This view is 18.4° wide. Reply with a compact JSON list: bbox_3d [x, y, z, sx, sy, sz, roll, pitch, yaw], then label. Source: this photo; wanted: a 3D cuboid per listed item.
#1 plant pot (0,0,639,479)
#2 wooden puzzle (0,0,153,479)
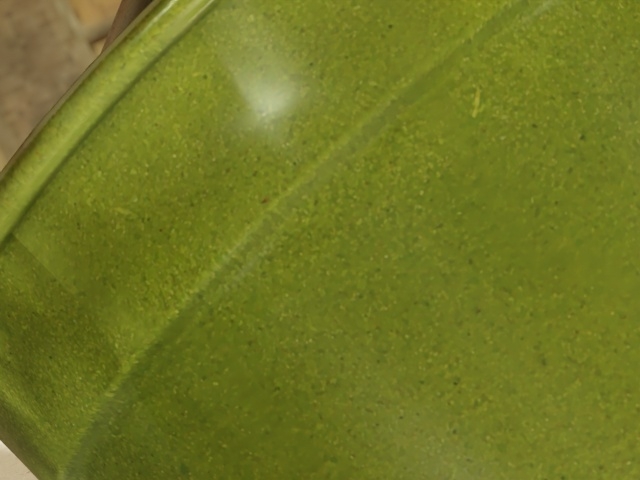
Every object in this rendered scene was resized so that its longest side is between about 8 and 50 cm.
[{"bbox_3d":[0.103,0.066,0.737,0.353,0.366,0.366,48,8,11],"label":"plant pot"},{"bbox_3d":[0.000,0.000,1.014,0.322,0.348,0.080,17,17,-32],"label":"wooden puzzle"}]
